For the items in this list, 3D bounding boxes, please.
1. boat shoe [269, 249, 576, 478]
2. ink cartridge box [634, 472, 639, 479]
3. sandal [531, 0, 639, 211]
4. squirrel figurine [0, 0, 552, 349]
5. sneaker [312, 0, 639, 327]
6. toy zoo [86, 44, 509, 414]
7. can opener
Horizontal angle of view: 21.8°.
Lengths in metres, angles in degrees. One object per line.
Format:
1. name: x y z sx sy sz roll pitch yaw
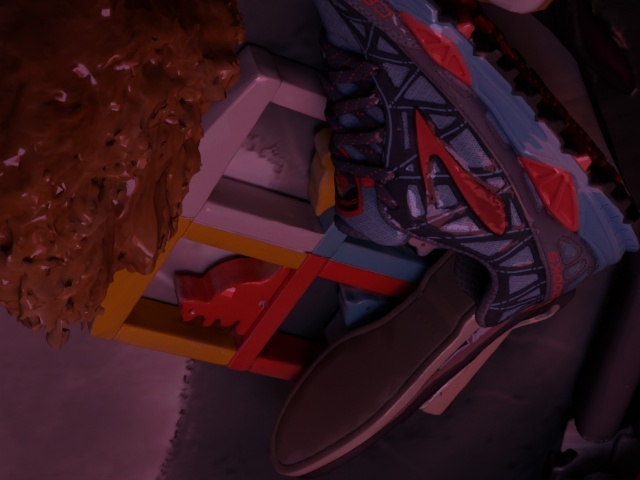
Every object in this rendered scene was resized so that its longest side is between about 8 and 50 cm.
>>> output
1. boat shoe: 0.059 0.073 0.940 0.206 0.075 0.065 -43 129 15
2. ink cartridge box: 0.362 0.236 1.116 0.385 0.160 0.279 15 115 -42
3. sandal: 0.169 -0.134 0.804 0.167 0.107 0.446 -33 134 12
4. squirrel figurine: -0.100 -0.156 0.582 0.370 0.281 0.397 2 137 -21
5. sneaker: 0.046 -0.052 0.804 0.125 0.104 0.262 -39 114 11
6. toy zoo: 0.000 0.000 0.925 0.293 0.030 0.192 16 125 -31
7. can opener: 0.203 0.117 1.067 0.074 0.093 0.280 4 133 -6
